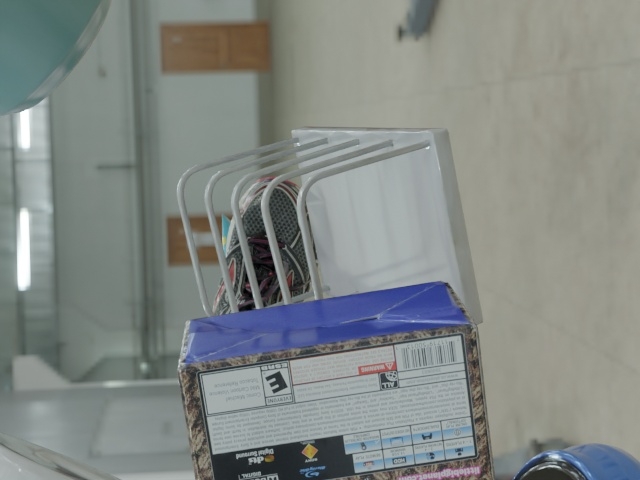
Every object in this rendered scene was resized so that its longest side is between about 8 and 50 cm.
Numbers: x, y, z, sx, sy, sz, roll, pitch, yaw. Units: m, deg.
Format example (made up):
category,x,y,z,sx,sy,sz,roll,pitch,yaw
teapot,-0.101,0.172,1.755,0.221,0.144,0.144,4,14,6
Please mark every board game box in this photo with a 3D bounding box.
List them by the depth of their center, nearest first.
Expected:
category,x,y,z,sx,sy,sz,roll,pitch,yaw
board game box,0.021,0.203,1.105,0.141,0.232,0.291,-104,6,-78

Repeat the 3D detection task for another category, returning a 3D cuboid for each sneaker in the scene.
category,x,y,z,sx,sy,sz,roll,pitch,yaw
sneaker,-0.068,0.070,1.601,0.112,0.120,0.299,70,-152,-81

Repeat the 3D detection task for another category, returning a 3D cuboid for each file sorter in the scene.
category,x,y,z,sx,sy,sz,roll,pitch,yaw
file sorter,0.000,0.000,1.349,0.277,0.173,0.193,9,114,59

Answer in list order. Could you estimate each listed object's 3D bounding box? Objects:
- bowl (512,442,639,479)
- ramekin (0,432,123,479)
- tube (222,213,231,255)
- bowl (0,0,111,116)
category,x,y,z,sx,sy,sz,roll,pitch,yaw
bowl,0.290,0.432,1.559,0.391,0.077,0.391,-173,90,-74
ramekin,-0.268,0.292,1.338,0.277,0.277,0.135,126,168,-82
tube,-0.125,0.047,2.083,0.080,0.052,0.207,47,-156,-35
bowl,-0.339,-0.254,1.435,0.311,0.163,0.312,-36,33,28
